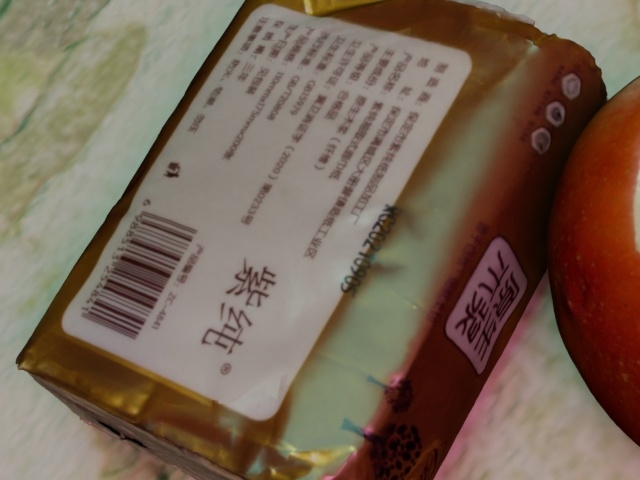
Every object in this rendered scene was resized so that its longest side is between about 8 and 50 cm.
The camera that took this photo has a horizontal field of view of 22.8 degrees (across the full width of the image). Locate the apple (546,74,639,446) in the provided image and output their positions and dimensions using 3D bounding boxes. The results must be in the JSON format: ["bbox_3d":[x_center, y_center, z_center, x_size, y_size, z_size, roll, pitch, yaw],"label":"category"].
[{"bbox_3d":[0.159,0.008,0.573,0.163,0.139,0.163,-10,57,16],"label":"apple"}]

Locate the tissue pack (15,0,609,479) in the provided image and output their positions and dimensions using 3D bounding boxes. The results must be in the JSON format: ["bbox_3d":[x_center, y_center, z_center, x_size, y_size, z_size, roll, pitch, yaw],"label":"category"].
[{"bbox_3d":[0.000,0.000,0.680,0.183,0.092,0.226,21,70,32],"label":"tissue pack"}]
